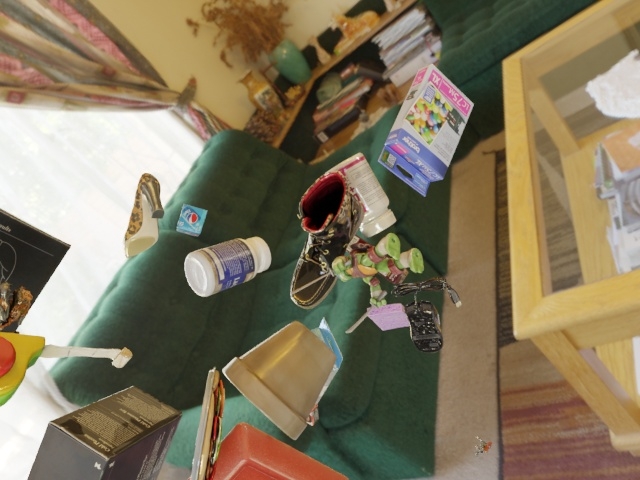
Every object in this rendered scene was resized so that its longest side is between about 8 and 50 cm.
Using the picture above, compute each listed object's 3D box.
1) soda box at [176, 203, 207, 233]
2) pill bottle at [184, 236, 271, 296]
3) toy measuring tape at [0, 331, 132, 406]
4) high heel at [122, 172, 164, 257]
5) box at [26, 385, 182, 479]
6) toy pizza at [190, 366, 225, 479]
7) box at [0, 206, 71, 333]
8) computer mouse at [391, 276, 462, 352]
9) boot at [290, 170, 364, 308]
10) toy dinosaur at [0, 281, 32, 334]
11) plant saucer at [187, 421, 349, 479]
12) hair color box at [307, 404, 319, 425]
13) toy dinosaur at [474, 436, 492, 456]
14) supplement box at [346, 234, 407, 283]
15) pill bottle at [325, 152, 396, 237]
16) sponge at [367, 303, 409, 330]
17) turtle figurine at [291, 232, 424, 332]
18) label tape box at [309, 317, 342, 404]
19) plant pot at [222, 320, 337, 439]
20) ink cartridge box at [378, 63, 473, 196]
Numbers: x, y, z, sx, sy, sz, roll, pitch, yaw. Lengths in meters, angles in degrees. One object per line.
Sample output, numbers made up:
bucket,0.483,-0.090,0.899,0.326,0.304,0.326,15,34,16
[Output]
soda box,-0.376,-0.056,1.446,0.210,0.067,0.071,174,112,-74
pill bottle,-0.306,0.079,1.676,0.265,0.153,0.153,-20,2,-42
toy measuring tape,-0.460,0.212,0.781,0.121,0.330,0.121,-19,63,43
high heel,-0.570,-0.080,1.572,0.261,0.093,0.186,-47,52,31
box,-0.552,0.588,1.240,0.343,0.179,0.312,-68,-13,4
toy pizza,-0.161,0.287,0.724,0.201,0.032,0.201,-171,90,-81
box,-0.843,0.093,1.133,0.212,0.293,0.395,18,73,37
computer mouse,0.342,0.216,1.501,0.184,0.262,0.060,-17,20,24
boot,0.000,0.000,1.423,0.377,0.138,0.284,-59,-18,-9
toy dinosaur,-0.682,0.171,0.875,0.322,0.218,0.164,-48,50,-11
plant saucer,-0.115,0.467,0.848,0.259,0.258,0.047,-49,23,7
hair color box,-0.074,0.630,1.873,0.141,0.071,0.043,15,33,35
toy dinosaur,0.511,0.642,1.532,0.090,0.082,0.047,-1,92,62
supplement box,0.197,0.070,1.805,0.073,0.239,0.130,-54,-19,-1
pill bottle,0.151,-0.162,1.823,0.160,0.283,0.160,-30,4,2
sponge,0.243,0.264,1.704,0.117,0.210,0.031,-12,63,17
turtle figurine,0.125,0.108,1.322,0.266,0.197,0.275,-30,7,43
label tape box,-0.047,0.556,2.253,0.249,0.115,0.347,61,137,44
plant pot,-0.108,0.423,1.610,0.280,0.323,0.323,-48,24,-14
ink cartridge box,0.290,-0.297,1.344,0.065,0.186,0.311,-2,58,61
